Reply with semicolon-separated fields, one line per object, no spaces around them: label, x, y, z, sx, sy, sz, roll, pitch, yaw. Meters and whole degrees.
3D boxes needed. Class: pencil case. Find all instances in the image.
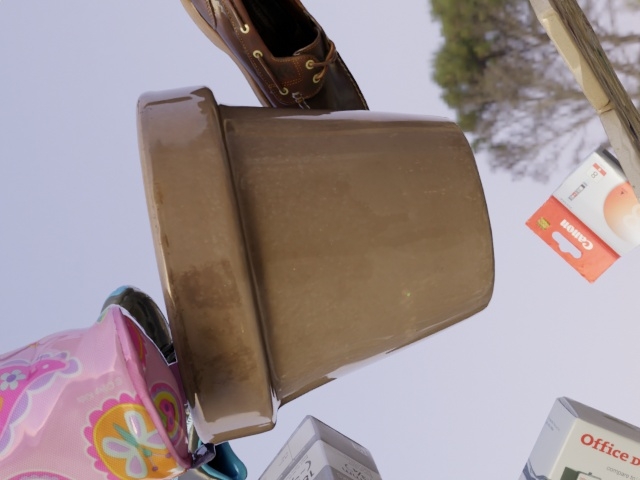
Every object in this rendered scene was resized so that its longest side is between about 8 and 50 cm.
pencil case;-0.216;0.139;0.674;0.124;0.284;0.124;156;90;-87

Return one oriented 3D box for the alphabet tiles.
alphabet tiles;0.157;-0.083;0.594;0.285;0.011;0.342;47;-157;-37

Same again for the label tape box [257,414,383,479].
label tape box;-0.022;0.370;1.222;0.106;0.240;0.333;35;-175;-14

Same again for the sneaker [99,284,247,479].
sneaker;-0.204;0.214;1.564;0.125;0.140;0.341;-41;-63;-47

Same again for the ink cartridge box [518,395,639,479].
ink cartridge box;0.297;0.300;1.212;0.087;0.153;0.208;-111;43;-83

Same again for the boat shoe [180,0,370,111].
boat shoe;-0.026;-0.151;0.874;0.207;0.073;0.073;43;-122;-25

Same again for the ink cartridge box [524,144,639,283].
ink cartridge box;0.407;-0.032;1.628;0.145;0.179;0.045;43;-149;6

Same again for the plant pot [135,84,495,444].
plant pot;0.000;0.000;0.804;0.263;0.229;0.263;169;90;-87
